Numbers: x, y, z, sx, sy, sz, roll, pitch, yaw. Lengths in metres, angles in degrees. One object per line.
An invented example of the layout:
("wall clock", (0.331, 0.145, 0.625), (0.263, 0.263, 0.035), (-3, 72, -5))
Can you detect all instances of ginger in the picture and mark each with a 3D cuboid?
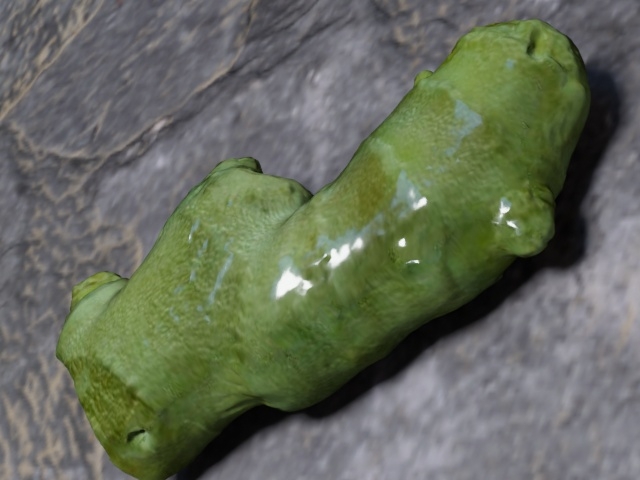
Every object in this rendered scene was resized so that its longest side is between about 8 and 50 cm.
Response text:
("ginger", (-0.004, 0.002, 0.888), (0.290, 0.089, 0.137), (-29, 35, 27))
